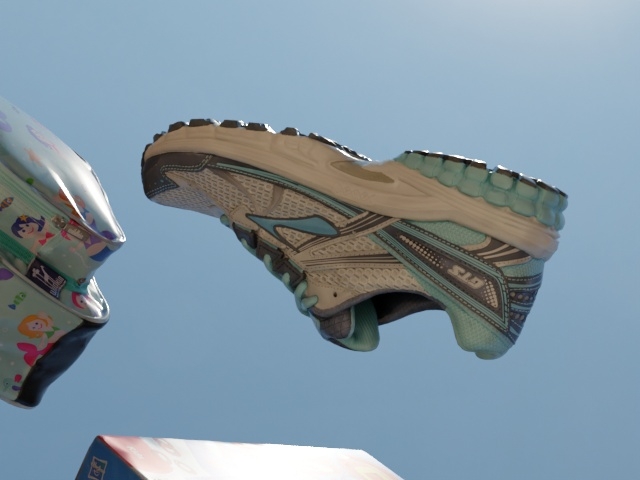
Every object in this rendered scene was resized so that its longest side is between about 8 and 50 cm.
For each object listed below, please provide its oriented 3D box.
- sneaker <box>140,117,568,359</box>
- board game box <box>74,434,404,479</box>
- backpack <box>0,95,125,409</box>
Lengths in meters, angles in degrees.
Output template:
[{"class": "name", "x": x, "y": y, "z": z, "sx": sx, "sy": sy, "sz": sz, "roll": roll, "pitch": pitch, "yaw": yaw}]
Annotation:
[{"class": "sneaker", "x": 0.000, "y": 0.000, "z": 0.713, "sx": 0.283, "sy": 0.110, "sz": 0.122, "roll": 11, "pitch": -94, "yaw": 29}, {"class": "board game box", "x": 0.022, "y": 0.253, "z": 0.827, "sx": 0.308, "sy": 0.302, "sz": 0.086, "roll": 30, "pitch": -80, "yaw": 40}, {"class": "backpack", "x": -0.283, "y": -0.017, "z": 0.874, "sx": 0.191, "sy": 0.253, "sz": 0.225, "roll": -54, "pitch": -150, "yaw": 9}]
